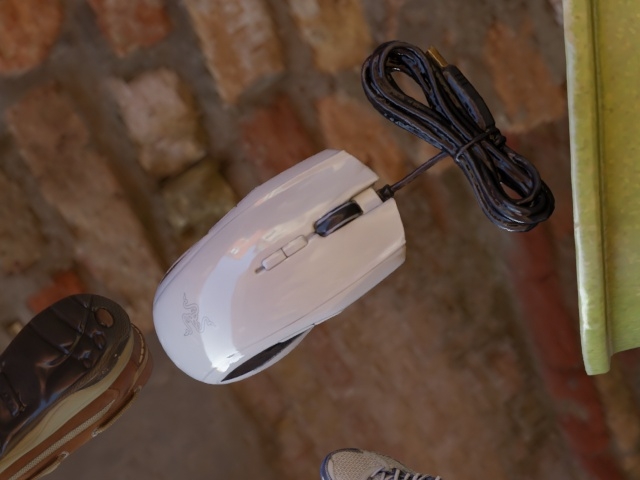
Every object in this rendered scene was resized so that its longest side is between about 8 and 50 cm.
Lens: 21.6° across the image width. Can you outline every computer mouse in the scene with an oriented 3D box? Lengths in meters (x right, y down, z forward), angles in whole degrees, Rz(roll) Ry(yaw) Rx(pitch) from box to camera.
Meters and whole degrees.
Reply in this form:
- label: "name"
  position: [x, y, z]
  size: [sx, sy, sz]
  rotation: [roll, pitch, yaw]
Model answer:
- label: "computer mouse"
  position: [0.000, 0.000, 0.751]
  size: [0.106, 0.193, 0.042]
  rotation: [54, -165, 8]

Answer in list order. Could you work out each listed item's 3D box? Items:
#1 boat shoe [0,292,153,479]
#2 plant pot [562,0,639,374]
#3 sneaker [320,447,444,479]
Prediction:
- label: "boat shoe"
  position: [-0.288, 0.184, 1.546]
  size: [0.122, 0.324, 0.120]
  rotation: [58, -175, 35]
- label: "plant pot"
  position: [0.244, -0.078, 0.776]
  size: [0.276, 0.254, 0.276]
  rotation: [-2, -90, -80]
- label: "sneaker"
  position: [0.063, 0.169, 1.100]
  size: [0.135, 0.052, 0.058]
  rotation: [26, 154, 10]
